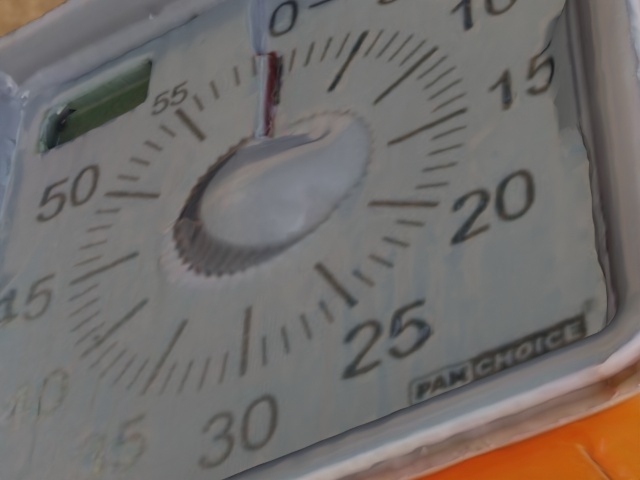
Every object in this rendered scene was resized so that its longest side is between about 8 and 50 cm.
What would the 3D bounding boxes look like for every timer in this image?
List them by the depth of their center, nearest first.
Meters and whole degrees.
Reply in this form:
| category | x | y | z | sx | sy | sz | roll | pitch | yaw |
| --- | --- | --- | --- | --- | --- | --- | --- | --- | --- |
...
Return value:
| category | x | y | z | sx | sy | sz | roll | pitch | yaw |
| --- | --- | --- | --- | --- | --- | --- | --- | --- | --- |
| timer | 0.000 | 0.000 | 0.551 | 0.161 | 0.257 | 0.250 | 37 | 37 | -48 |
